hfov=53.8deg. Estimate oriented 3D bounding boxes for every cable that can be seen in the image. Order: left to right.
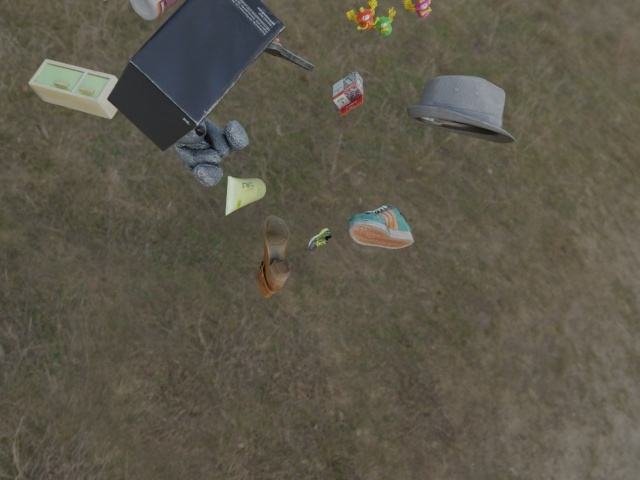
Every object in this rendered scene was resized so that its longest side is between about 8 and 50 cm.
[{"bbox_3d":[-0.112,-0.620,2.036,0.287,0.072,0.139,12,14,-38],"label":"cable"}]

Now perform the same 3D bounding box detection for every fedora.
[{"bbox_3d":[0.357,-0.334,1.561,0.275,0.125,0.243,14,5,8],"label":"fedora"}]

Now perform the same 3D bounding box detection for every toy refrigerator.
[{"bbox_3d":[-0.732,-0.459,1.898,0.269,0.094,0.102,18,68,19],"label":"toy refrigerator"}]

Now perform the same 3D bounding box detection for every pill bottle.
[{"bbox_3d":[-0.389,-0.614,1.550,0.086,0.086,0.152,38,59,2],"label":"pill bottle"}]

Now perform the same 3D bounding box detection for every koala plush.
[{"bbox_3d":[-0.355,-0.295,1.724,0.203,0.196,0.221,26,-12,39],"label":"koala plush"}]

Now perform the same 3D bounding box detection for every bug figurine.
[{"bbox_3d":[0.220,-0.641,1.743,0.072,0.278,0.216,68,15,5],"label":"bug figurine"}]

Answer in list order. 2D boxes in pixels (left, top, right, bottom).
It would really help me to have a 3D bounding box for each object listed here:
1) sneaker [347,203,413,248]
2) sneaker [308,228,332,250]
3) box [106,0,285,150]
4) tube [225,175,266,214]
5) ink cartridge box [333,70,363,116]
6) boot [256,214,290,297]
[{"bbox_3d":[0.175,-0.055,1.935,0.302,0.108,0.121,15,56,-52],"label":"sneaker"},{"bbox_3d":[0.000,0.000,1.848,0.035,0.083,0.031,38,-11,37],"label":"sneaker"},{"bbox_3d":[-0.274,-0.374,1.340,0.182,0.296,0.294,42,70,-19],"label":"box"},{"bbox_3d":[-0.196,-0.120,1.586,0.070,0.062,0.240,55,13,0],"label":"tube"},{"bbox_3d":[0.059,-0.316,1.353,0.029,0.062,0.115,47,26,-28],"label":"ink cartridge box"},{"bbox_3d":[-0.138,0.046,1.710,0.072,0.152,0.197,5,58,-22],"label":"boot"}]
